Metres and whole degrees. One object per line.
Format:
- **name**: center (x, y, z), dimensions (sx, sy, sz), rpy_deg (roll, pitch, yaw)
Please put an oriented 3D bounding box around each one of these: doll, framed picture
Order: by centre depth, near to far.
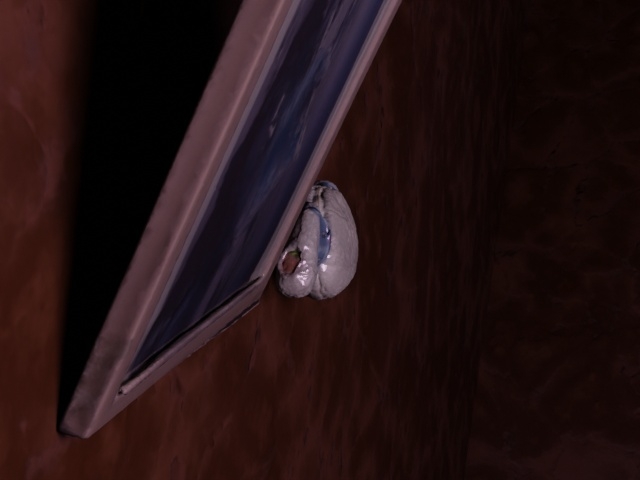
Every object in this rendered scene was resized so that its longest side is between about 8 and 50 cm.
- **framed picture**: center (-0.016, -0.103, 0.822), dimensions (0.446, 0.028, 0.326), rpy_deg (-64, 171, 20)
- **doll**: center (0.000, 0.000, 1.168), dimensions (0.214, 0.071, 0.104), rpy_deg (-51, 143, -71)

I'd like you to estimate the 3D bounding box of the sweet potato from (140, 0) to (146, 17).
- **sweet potato**: center (-0.128, -0.197, 0.704), dimensions (0.195, 0.056, 0.056), rpy_deg (77, 22, -58)
